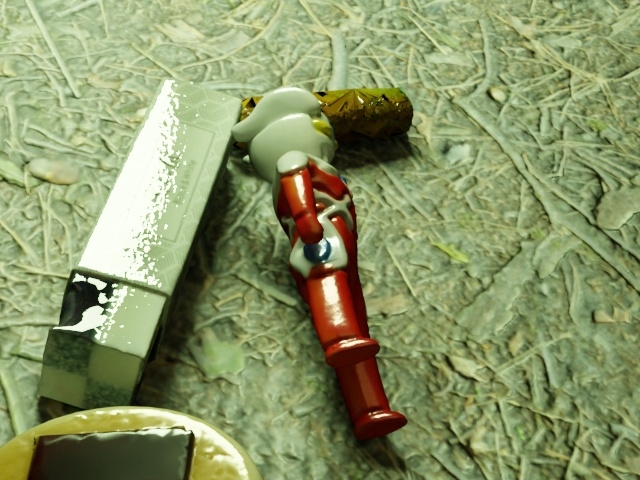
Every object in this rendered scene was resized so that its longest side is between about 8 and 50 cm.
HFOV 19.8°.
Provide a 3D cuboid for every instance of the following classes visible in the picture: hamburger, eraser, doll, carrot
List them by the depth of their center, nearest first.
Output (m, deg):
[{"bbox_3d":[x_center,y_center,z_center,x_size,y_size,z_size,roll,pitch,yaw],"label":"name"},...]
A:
[{"bbox_3d":[-0.156,0.267,1.406,0.302,0.170,0.302,-5,39,4],"label":"hamburger"},{"bbox_3d":[0.000,0.000,1.766,0.099,0.188,0.384,-20,53,0],"label":"doll"},{"bbox_3d":[-0.170,-0.005,1.774,0.098,0.096,0.404,17,40,-1],"label":"eraser"},{"bbox_3d":[0.000,-0.134,2.004,0.228,0.069,0.069,-7,46,-28],"label":"carrot"}]
